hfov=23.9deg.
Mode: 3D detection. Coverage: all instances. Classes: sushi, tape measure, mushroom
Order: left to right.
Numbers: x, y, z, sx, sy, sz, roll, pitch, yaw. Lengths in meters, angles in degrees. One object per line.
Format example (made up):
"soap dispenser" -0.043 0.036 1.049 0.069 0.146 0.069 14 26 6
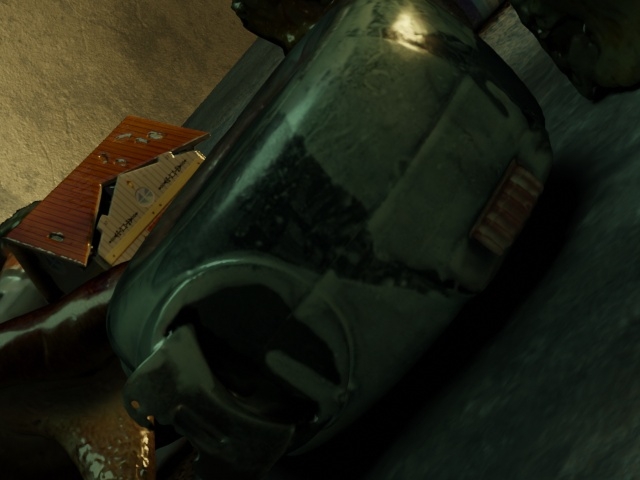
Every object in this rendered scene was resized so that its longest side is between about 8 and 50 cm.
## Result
"mushroom" -0.123 0.125 0.952 0.227 0.148 0.217 -32 38 -1
"tape measure" 0.000 0.000 0.811 0.275 0.147 0.256 -52 9 -9
"sushi" 0.011 -0.317 1.811 0.204 0.200 0.213 -52 -11 -28

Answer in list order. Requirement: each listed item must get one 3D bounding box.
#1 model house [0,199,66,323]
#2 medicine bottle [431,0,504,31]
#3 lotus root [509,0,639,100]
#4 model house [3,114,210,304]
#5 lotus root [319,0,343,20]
"model house" -0.295 0.150 1.284 0.271 0.190 0.301 -33 18 45
"medicine bottle" 0.116 -0.220 1.343 0.203 0.083 0.083 -48 10 0
"lotus root" 0.202 -0.225 0.859 0.260 0.149 0.267 -36 12 42
"model house" -0.131 -0.031 1.187 0.219 0.136 0.207 -51 5 -26
"lotus root" 0.046 -0.219 1.597 0.159 0.095 0.135 -40 7 3
